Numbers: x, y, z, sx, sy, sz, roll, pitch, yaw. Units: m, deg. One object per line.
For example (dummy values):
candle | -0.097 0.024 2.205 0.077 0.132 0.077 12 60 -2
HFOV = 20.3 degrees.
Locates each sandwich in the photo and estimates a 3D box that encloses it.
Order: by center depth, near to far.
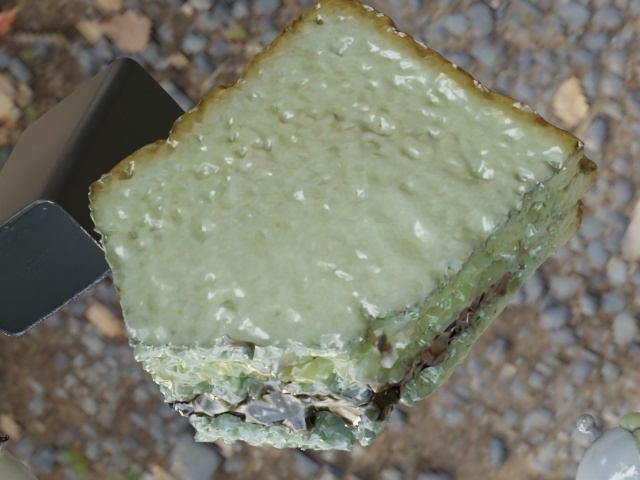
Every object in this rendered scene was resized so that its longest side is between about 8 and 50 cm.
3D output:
sandwich | 0.000 -0.001 1.258 0.262 0.325 0.131 34 156 29

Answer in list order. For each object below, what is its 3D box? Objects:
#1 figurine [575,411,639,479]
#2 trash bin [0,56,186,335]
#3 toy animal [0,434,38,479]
figurine | 0.228 0.203 1.208 0.093 0.197 0.147 -10 153 -4
trash bin | -0.224 -0.036 1.619 0.165 0.225 0.115 -32 112 31
toy animal | -0.364 0.290 1.483 0.251 0.310 0.251 35 153 21
